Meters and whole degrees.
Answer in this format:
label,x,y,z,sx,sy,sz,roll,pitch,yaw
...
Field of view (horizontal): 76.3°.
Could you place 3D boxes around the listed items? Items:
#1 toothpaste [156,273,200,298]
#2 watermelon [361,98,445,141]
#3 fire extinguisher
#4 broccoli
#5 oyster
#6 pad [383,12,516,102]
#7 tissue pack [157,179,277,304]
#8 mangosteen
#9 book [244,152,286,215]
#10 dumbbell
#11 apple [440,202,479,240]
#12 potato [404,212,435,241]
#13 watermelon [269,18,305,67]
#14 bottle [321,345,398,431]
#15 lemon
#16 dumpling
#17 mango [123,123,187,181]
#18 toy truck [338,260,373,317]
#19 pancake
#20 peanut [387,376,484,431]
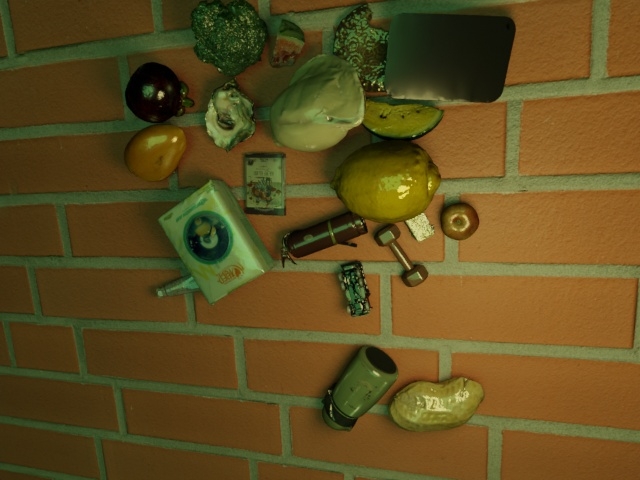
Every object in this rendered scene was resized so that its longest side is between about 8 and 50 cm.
label,x,y,z,sx,sy,sz,roll,pitch,yaw
toothpaste,-0.558,0.185,1.675,0.234,0.057,0.089,-17,98,10
watermelon,0.242,-0.385,1.319,0.302,0.123,0.128,12,107,18
fire extinguisher,0.000,0.000,1.464,0.342,0.105,0.141,-21,93,14
broccoli,-0.325,-0.707,1.365,0.254,0.269,0.269,-37,90,8
oyster,-0.324,-0.447,1.476,0.223,0.083,0.214,-38,86,21
pad,0.390,-0.537,1.291,0.376,0.063,0.314,5,114,3
tissue pack,-0.389,0.008,1.538,0.288,0.162,0.387,-31,91,17
mangosteen,-0.590,-0.522,1.479,0.216,0.216,0.215,3,101,14
book,-0.206,-0.208,1.520,0.158,0.026,0.230,3,101,14
dumbbell,0.280,0.054,1.415,0.082,0.092,0.230,-34,90,46
apple,0.457,-0.060,1.337,0.126,0.102,0.125,3,101,15
potato,0.335,-0.057,1.392,0.086,0.061,0.122,-30,93,15
watermelon,-0.112,-0.650,1.373,0.098,0.121,0.158,21,110,-13
bottle,0.130,0.560,1.511,0.169,0.168,0.346,35,111,6
lemon,0.208,-0.181,1.301,0.316,0.285,0.285,-33,91,39
dumpling,-0.022,-0.449,1.314,0.395,0.233,0.315,3,90,46
mango,-0.616,-0.345,1.537,0.187,0.138,0.257,41,117,-11
toy truck,0.129,0.175,1.476,0.083,0.092,0.191,-14,88,16
pancake,0.183,-0.630,1.338,0.289,0.033,0.285,-13,95,16
peanut,0.407,0.583,1.450,0.341,0.158,0.174,-7,69,11
